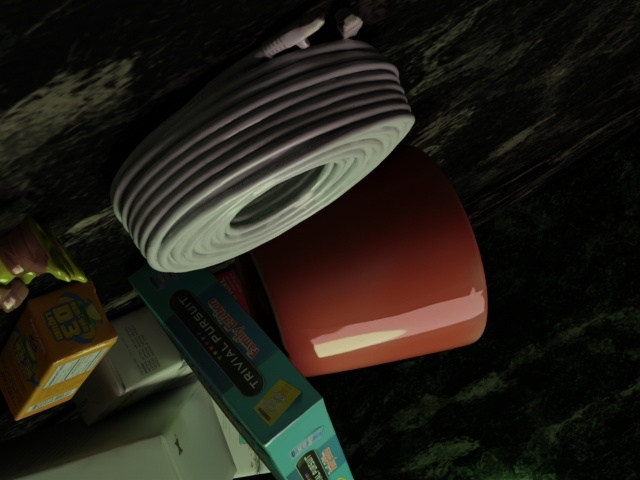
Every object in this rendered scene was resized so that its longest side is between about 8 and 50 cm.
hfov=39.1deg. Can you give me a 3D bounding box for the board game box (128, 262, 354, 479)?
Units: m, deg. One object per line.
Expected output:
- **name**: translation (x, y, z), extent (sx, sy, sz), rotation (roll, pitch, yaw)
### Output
- **board game box**: translation (-0.082, 0.180, 1.073), extent (0.079, 0.254, 0.336), rotation (-38, 152, -13)

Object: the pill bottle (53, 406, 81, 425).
- **pill bottle**: translation (-0.405, 0.376, 1.704), extent (0.301, 0.169, 0.169), rotation (-35, 170, 25)

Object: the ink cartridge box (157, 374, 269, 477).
- **ink cartridge box**: translation (-0.200, 0.304, 1.539), extent (0.198, 0.197, 0.270), rotation (-9, 167, 27)

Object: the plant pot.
- **plant pot**: translation (0.036, 0.041, 1.117), extent (0.243, 0.274, 0.275), rotation (-18, 168, -13)

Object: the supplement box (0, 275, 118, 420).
- **supplement box**: translation (-0.298, 0.125, 0.994), extent (0.080, 0.078, 0.233), rotation (-20, 166, -37)

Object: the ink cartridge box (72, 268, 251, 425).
- **ink cartridge box**: translation (-0.227, 0.151, 1.275), extent (0.237, 0.100, 0.172), rotation (-24, 168, -39)

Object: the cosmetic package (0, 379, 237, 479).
- **cosmetic package**: translation (-0.370, 0.361, 1.266), extent (0.453, 0.161, 0.230), rotation (-19, -174, 9)

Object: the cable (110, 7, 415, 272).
- **cable**: translation (-0.043, -0.065, 0.740), extent (0.257, 0.089, 0.257), rotation (-32, 171, 11)

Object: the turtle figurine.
- **turtle figurine**: translation (-0.289, 0.067, 0.687), extent (0.217, 0.087, 0.269), rotation (-36, 168, -8)
